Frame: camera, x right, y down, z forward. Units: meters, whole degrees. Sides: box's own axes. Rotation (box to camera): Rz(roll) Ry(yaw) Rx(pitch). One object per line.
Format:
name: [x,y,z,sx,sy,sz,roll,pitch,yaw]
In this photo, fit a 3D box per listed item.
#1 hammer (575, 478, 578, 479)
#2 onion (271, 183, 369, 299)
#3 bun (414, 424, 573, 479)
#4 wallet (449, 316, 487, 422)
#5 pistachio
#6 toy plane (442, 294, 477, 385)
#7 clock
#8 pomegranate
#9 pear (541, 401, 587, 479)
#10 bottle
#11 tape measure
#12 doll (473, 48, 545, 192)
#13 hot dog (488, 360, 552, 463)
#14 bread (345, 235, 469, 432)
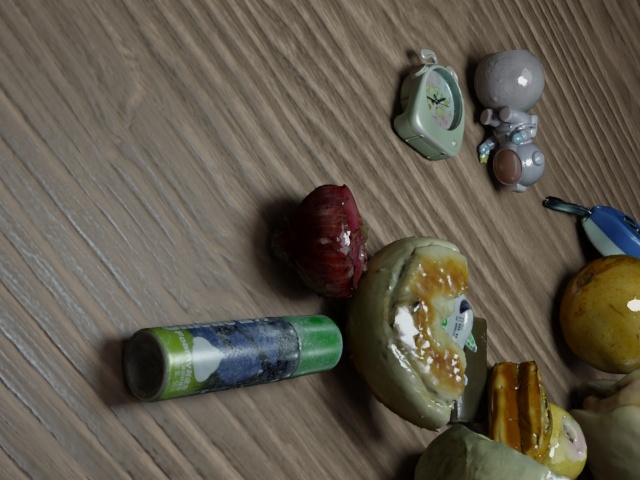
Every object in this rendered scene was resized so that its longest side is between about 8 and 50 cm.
hammer: [0.541,0.513,1.905,0.017,0.062,0.182,-49,129,-47]
onion: [0.000,0.000,1.340,0.184,0.147,0.184,1,90,-86]
bun: [0.302,0.463,1.423,0.364,0.364,0.202,43,70,-34]
wallet: [0.275,0.241,1.665,0.110,0.031,0.198,14,73,-47]
pistachio: [0.695,0.427,1.867,0.281,0.365,0.445,-51,159,-24]
toy plane: [0.228,0.169,1.562,0.174,0.080,0.174,4,86,-54]
clock: [0.209,-0.257,1.663,0.151,0.062,0.191,31,61,-40]
pomegranate: [0.653,0.166,1.934,0.264,0.264,0.264,12,74,-46]
pear: [0.421,0.392,1.696,0.178,0.178,0.178,12,74,-46]
bottle: [-0.106,0.153,1.211,0.330,0.093,0.093,0,83,-48]
tape measure: [0.673,-0.010,2.052,0.351,0.098,0.215,15,32,-44]
doll: [0.395,-0.241,1.816,0.151,0.151,0.287,-12,96,-48]
hot dog: [0.363,0.311,1.623,0.269,0.115,0.072,-69,146,-56]
bread: [0.123,0.142,1.411,0.192,0.171,0.314,13,68,-37]
